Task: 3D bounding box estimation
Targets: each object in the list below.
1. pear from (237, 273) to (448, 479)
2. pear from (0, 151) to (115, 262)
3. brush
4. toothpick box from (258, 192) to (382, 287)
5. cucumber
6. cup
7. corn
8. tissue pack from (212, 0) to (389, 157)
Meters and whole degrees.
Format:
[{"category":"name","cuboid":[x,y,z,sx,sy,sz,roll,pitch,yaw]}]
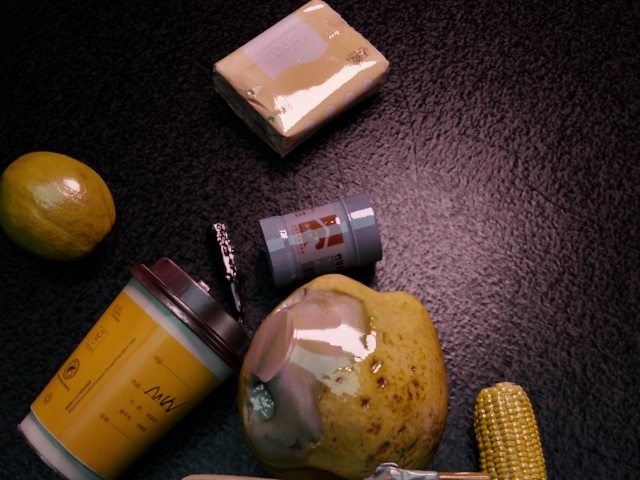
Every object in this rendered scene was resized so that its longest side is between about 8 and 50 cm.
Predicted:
[{"category":"pear","cuboid":[0.029,0.172,1.032,0.271,0.271,0.271,0,64,1]},{"category":"pear","cuboid":[-0.370,-0.044,1.205,0.162,0.149,0.149,36,68,-2]},{"category":"brush","cuboid":[0.011,0.274,0.904,0.337,0.020,0.085,0,96,4]},{"category":"toothpick box","cuboid":[0.000,0.000,1.199,0.153,0.101,0.101,-15,64,-7]},{"category":"cucumber","cuboid":[-0.129,0.050,1.211,0.043,0.039,0.163,-27,63,11]},{"category":"cup","cuboid":[-0.230,0.170,1.080,0.196,0.196,0.279,38,79,18]},{"category":"corn","cuboid":[0.240,0.299,1.059,0.081,0.081,0.248,-4,64,-1]},{"category":"tissue pack","cuboid":[-0.030,-0.256,1.333,0.222,0.090,0.186,-37,71,-16]}]
